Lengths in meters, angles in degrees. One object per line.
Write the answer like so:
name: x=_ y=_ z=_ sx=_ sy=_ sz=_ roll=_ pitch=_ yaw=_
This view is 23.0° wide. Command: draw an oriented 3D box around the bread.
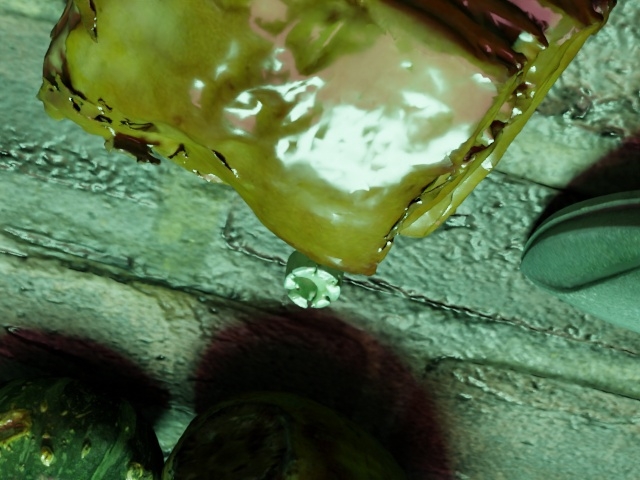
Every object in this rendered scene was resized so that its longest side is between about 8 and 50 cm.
bread: x=-0.001 y=-0.121 z=0.998 sx=0.324 sy=0.167 sz=0.277 roll=21 pitch=132 yaw=-13

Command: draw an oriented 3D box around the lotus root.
lotus root: x=-0.016 y=0.272 z=1.320 sx=0.250 sy=0.250 sz=0.346 roll=-8 pitch=135 yaw=15

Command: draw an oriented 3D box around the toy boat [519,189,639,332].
toy boat: x=0.276 y=0.017 z=1.102 sx=0.319 sy=0.092 sz=0.141 roll=1 pitch=139 yaw=40

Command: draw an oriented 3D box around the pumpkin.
pumpkin: x=-0.225 y=0.197 z=1.342 sx=0.190 sy=0.146 sz=0.190 roll=4 pitch=132 yaw=4

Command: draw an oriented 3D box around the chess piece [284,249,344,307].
chess piece: x=0.000 y=0.000 z=1.154 sx=0.067 sy=0.103 sz=0.067 roll=4 pitch=133 yaw=4
